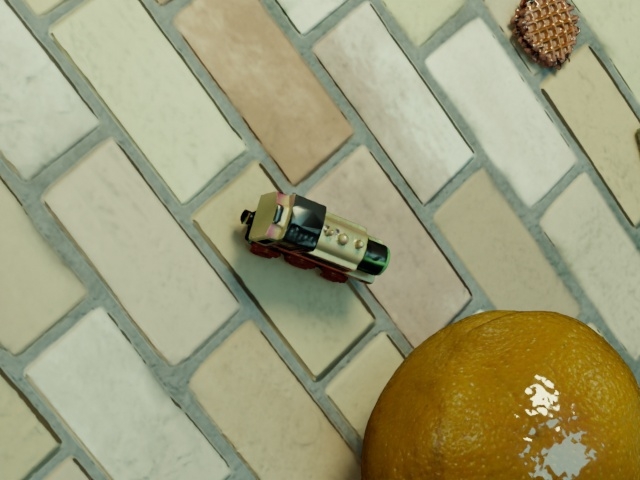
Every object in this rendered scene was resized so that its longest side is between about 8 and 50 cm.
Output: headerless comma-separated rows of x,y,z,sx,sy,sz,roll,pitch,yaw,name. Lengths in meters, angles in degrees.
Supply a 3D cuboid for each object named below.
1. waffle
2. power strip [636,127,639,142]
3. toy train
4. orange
0.232,-0.217,1.395,0.083,0.029,0.075,33,71,-25,waffle
0.402,-0.043,1.465,0.092,0.034,0.268,-17,92,-30,power strip
0.000,0.000,1.198,0.138,0.087,0.050,21,76,-25,toy train
0.161,0.183,1.173,0.264,0.264,0.264,4,81,-29,orange
